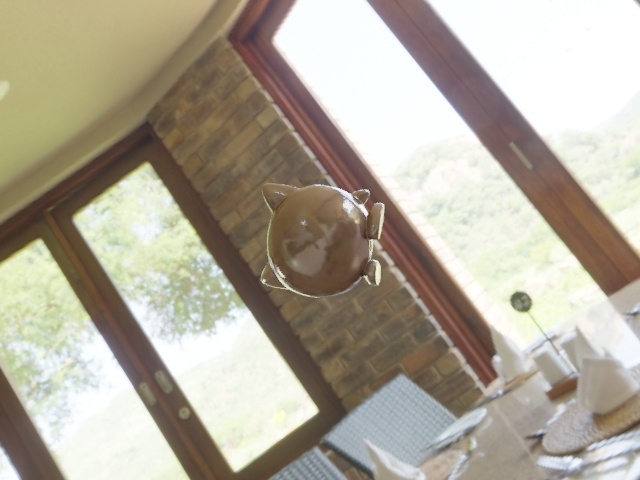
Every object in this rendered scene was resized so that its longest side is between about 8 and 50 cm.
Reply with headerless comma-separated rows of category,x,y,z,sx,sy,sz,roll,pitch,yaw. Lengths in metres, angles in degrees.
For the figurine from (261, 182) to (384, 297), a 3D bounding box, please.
figurine,0.000,0.000,0.701,0.138,0.125,0.125,6,2,19
